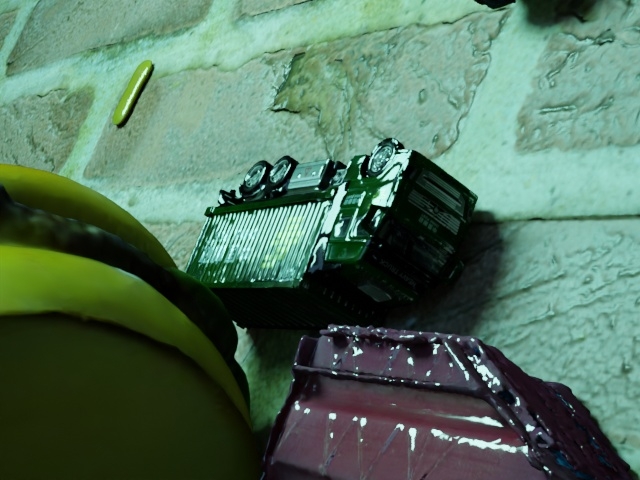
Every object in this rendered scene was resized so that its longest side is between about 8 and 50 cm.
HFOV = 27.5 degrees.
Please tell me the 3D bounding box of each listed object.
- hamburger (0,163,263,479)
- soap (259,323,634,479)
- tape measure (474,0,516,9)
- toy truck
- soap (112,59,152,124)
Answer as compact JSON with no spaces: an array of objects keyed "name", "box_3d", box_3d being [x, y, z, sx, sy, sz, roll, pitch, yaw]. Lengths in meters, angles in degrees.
[{"name":"hamburger","box_3d":[-0.258,0.136,0.941,0.395,0.396,0.277,-53,32,9]},{"name":"soap","box_3d":[0.067,0.139,0.756,0.250,0.099,0.162,1,64,57]},{"name":"tape measure","box_3d":[0.158,-0.243,0.984,0.125,0.081,0.146,-18,49,44]},{"name":"toy truck","box_3d":[0.000,0.000,0.994,0.259,0.088,0.121,-5,58,56]},{"name":"soap","box_3d":[-0.224,-0.176,1.553,0.034,0.012,0.089,7,69,58]}]
